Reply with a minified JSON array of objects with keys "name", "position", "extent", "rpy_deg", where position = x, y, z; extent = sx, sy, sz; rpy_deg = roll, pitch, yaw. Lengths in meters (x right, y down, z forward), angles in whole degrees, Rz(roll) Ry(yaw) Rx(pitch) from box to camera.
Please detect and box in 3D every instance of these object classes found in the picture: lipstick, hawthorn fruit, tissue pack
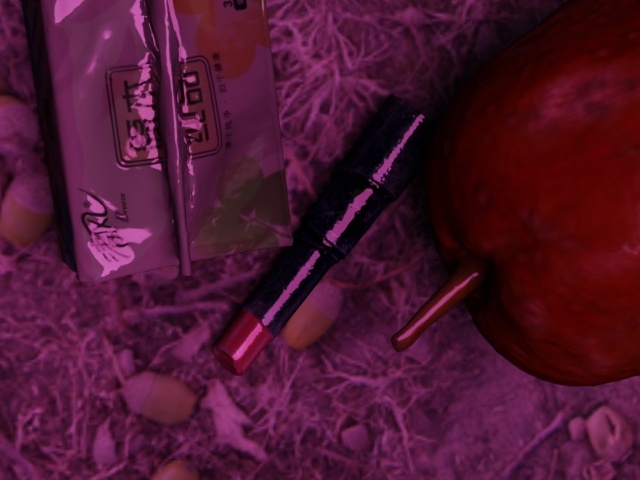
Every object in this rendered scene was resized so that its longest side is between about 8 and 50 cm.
[{"name":"lipstick","position":[0.000,0.000,1.295],"extent":[0.053,0.053,0.234],"rpy_deg":[38,91,-22]},{"name":"hawthorn fruit","position":[0.187,-0.017,1.231],"extent":[0.330,0.287,0.287],"rpy_deg":[-32,109,-6]},{"name":"tissue pack","position":[-0.103,-0.096,1.182],"extent":[0.159,0.145,0.229],"rpy_deg":[-10,103,-19]}]
